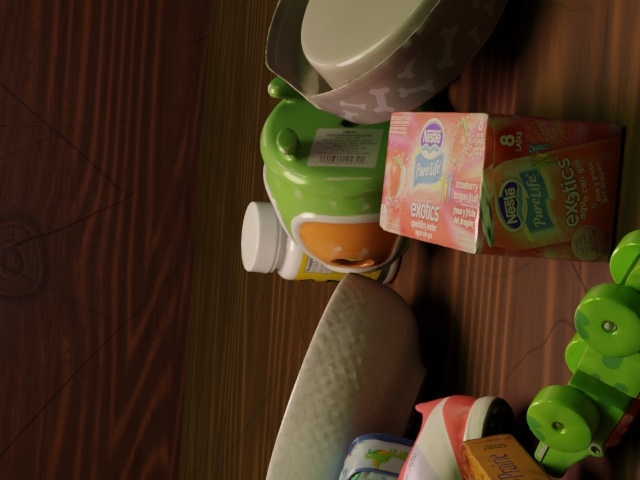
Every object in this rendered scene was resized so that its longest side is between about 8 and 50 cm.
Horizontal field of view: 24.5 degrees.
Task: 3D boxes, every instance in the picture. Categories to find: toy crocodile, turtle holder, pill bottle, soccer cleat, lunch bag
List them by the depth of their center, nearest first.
[{"bbox_3d":[0.274,0.104,1.334,0.115,0.105,0.340,-47,-19,-43],"label":"toy crocodile"},{"bbox_3d":[0.124,0.316,1.598,0.116,0.108,0.318,-1,59,35],"label":"soccer cleat"},{"bbox_3d":[0.098,0.343,1.752,0.090,0.176,0.219,-79,0,-61],"label":"lunch bag"},{"bbox_3d":[0.034,-0.103,1.950,0.320,0.243,0.227,-123,22,-50],"label":"turtle holder"},{"bbox_3d":[0.000,0.000,2.089,0.119,0.209,0.119,-176,90,-74],"label":"pill bottle"}]

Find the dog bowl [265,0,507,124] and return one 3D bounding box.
[{"bbox_3d":[0.089,-0.294,1.782,0.349,0.102,0.348,-33,38,30],"label":"dog bowl"}]

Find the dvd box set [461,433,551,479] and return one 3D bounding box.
[{"bbox_3d":[0.210,0.382,1.342,0.420,0.062,0.307,-124,27,-79],"label":"dvd box set"}]

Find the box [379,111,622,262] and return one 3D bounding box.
[{"bbox_3d":[0.183,-0.063,1.575,0.300,0.154,0.142,-161,75,-74],"label":"box"}]

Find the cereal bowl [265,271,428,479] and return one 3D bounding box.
[{"bbox_3d":[0.049,0.218,1.902,0.339,0.141,0.339,18,-90,-82],"label":"cereal bowl"}]
